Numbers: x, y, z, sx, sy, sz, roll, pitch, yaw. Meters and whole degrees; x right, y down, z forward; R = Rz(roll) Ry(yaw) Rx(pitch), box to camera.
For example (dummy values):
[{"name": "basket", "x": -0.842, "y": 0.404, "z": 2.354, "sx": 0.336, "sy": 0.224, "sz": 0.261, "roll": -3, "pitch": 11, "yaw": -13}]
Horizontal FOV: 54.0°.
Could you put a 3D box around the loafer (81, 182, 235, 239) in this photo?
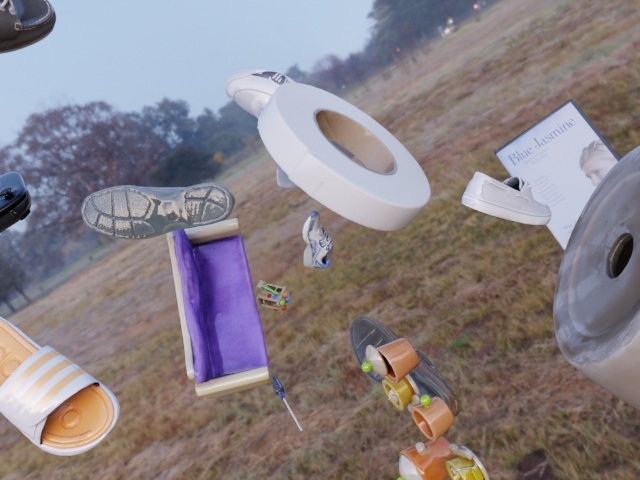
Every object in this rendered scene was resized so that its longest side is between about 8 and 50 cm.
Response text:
[{"name": "loafer", "x": -0.284, "y": -0.054, "z": 1.127, "sx": 0.268, "sy": 0.096, "sz": 0.084, "roll": -3, "pitch": 5, "yaw": 3}]

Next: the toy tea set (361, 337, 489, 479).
[{"name": "toy tea set", "x": 0.165, "y": 0.348, "z": 1.183, "sx": 0.124, "sy": 0.336, "sz": 0.200, "roll": -28, "pitch": -7, "yaw": -17}]

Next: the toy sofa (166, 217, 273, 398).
[{"name": "toy sofa", "x": -0.209, "y": 0.134, "z": 1.316, "sx": 0.150, "sy": 0.362, "sz": 0.177, "roll": -12, "pitch": -24, "yaw": -5}]

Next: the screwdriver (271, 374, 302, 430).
[{"name": "screwdriver", "x": -0.077, "y": 0.355, "z": 1.382, "sx": 0.024, "sy": 0.025, "sz": 0.170, "roll": -43, "pitch": 36, "yaw": 3}]

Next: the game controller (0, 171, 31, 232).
[{"name": "game controller", "x": -0.631, "y": -0.007, "z": 1.040, "sx": 0.319, "sy": 0.067, "sz": 0.166, "roll": -35, "pitch": 44, "yaw": -14}]

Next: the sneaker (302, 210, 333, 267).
[{"name": "sneaker", "x": 0.000, "y": 0.000, "z": 1.243, "sx": 0.058, "sy": 0.135, "sz": 0.052, "roll": 14, "pitch": 41, "yaw": 19}]

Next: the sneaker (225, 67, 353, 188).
[{"name": "sneaker", "x": -0.085, "y": -0.258, "z": 1.492, "sx": 0.210, "sy": 0.366, "sz": 0.137, "roll": -66, "pitch": 5, "yaw": -33}]

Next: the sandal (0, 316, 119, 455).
[{"name": "sandal", "x": -0.374, "y": 0.168, "z": 0.778, "sx": 0.102, "sy": 0.265, "sz": 0.076, "roll": -54, "pitch": -16, "yaw": -23}]

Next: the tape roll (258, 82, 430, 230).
[{"name": "tape roll", "x": 0.053, "y": -0.179, "z": 1.295, "sx": 0.072, "sy": 0.392, "sz": 0.392, "roll": -52, "pitch": -6, "yaw": 28}]

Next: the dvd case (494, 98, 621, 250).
[{"name": "dvd case", "x": 0.484, "y": -0.129, "z": 1.223, "sx": 0.180, "sy": 0.253, "sz": 0.022, "roll": -36, "pitch": -24, "yaw": 19}]

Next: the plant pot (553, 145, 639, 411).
[{"name": "plant pot", "x": 0.357, "y": 0.054, "z": 0.486, "sx": 0.323, "sy": 0.281, "sz": 0.323, "roll": -162, "pitch": 90, "yaw": -89}]

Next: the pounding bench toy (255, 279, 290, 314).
[{"name": "pounding bench toy", "x": -0.111, "y": 0.128, "z": 1.472, "sx": 0.065, "sy": 0.083, "sz": 0.052, "roll": 11, "pitch": 59, "yaw": 19}]

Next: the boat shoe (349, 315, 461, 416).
[{"name": "boat shoe", "x": 0.186, "y": 0.290, "z": 1.414, "sx": 0.104, "sy": 0.307, "sz": 0.110, "roll": 9, "pitch": -58, "yaw": -50}]

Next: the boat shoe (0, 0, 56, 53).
[{"name": "boat shoe", "x": -0.533, "y": -0.340, "z": 0.908, "sx": 0.335, "sy": 0.112, "sz": 0.095, "roll": -21, "pitch": -8, "yaw": -45}]

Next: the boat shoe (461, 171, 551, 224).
[{"name": "boat shoe", "x": 0.290, "y": -0.067, "z": 0.953, "sx": 0.184, "sy": 0.063, "sz": 0.066, "roll": 10, "pitch": 16, "yaw": -29}]
